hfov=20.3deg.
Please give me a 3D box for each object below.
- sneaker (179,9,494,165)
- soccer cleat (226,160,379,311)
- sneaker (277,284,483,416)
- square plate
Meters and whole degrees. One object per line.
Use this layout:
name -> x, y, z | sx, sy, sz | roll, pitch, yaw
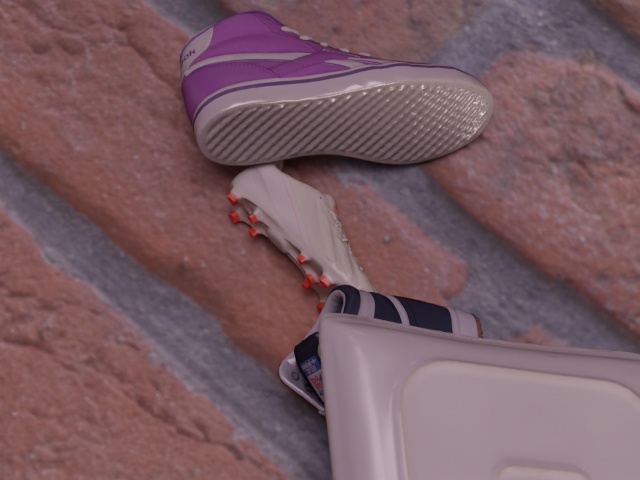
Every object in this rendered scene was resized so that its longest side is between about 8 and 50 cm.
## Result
sneaker -> 0.011, -0.155, 1.624 | 0.282, 0.102, 0.161 | 0, 42, -18
soccer cleat -> 0.000, 0.000, 1.568 | 0.076, 0.068, 0.196 | -38, 70, -22
sneaker -> 0.040, 0.168, 1.445 | 0.153, 0.099, 0.282 | 20, 60, -21
square plate -> 0.168, 0.229, 1.400 | 0.344, 0.049, 0.347 | 9, 62, -28
